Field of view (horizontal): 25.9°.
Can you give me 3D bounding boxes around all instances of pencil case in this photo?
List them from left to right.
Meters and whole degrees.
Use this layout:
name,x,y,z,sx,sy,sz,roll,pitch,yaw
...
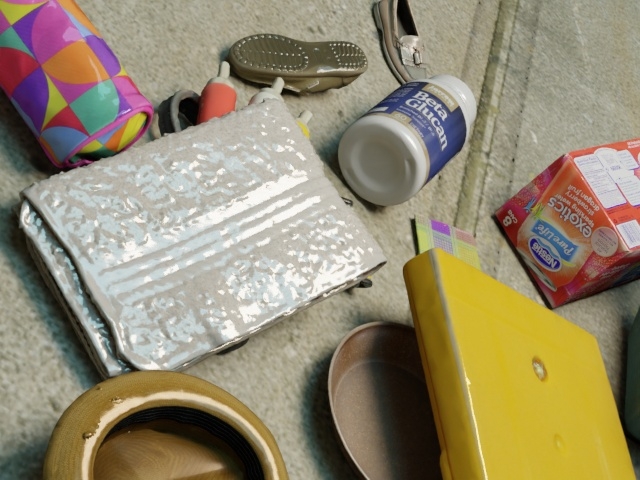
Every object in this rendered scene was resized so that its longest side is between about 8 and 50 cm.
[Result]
name,x,y,z,sx,sy,sz,roll,pitch,yaw
pencil case,-0.241,-0.167,1.166,0.236,0.104,0.104,52,39,8

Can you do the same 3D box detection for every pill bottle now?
name,x,y,z,sx,sy,sz,roll,pitch,yaw
pill bottle,0.095,-0.109,1.419,0.094,0.094,0.169,48,39,0

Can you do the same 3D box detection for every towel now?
name,x,y,z,sx,sy,sz,roll,pitch,yaw
towel,-0.095,-0.005,1.146,0.282,0.049,0.187,-26,78,-33
towel,0.130,0.009,1.420,0.083,0.009,0.060,19,48,-29

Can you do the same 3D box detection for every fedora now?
name,x,y,z,sx,sy,sz,roll,pitch,yaw
fedora,-0.115,0.186,0.998,0.194,0.079,0.194,18,50,-23

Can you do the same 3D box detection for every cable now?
name,x,y,z,sx,sy,sz,roll,pitch,yaw
cable,-0.086,-0.044,1.219,0.139,0.072,0.287,27,44,-19

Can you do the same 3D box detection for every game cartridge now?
name,x,y,z,sx,sy,sz,roll,pitch,yaw
game cartridge,0.196,0.193,1.253,0.285,0.052,0.324,28,44,-43

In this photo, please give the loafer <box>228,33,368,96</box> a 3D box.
name,x,y,z,sx,sy,sz,roll,pitch,yaw
loafer,-0.024,-0.171,1.401,0.148,0.050,0.056,2,52,-22

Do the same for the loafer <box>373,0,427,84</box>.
name,x,y,z,sx,sy,sz,roll,pitch,yaw
loafer,0.094,-0.226,1.557,0.045,0.039,0.125,6,54,-40

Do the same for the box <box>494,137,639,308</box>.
name,x,y,z,sx,sy,sz,roll,pitch,yaw
box,0.331,-0.028,1.541,0.257,0.122,0.128,-13,68,-47

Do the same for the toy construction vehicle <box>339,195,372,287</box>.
name,x,y,z,sx,sy,sz,roll,pitch,yaw
toy construction vehicle,0.000,0.000,1.297,0.098,0.035,0.086,15,60,-30

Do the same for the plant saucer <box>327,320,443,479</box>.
name,x,y,z,sx,sy,sz,roll,pitch,yaw
plant saucer,0.079,0.165,1.223,0.198,0.036,0.198,23,45,-26

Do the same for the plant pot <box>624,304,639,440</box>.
name,x,y,z,sx,sy,sz,roll,pitch,yaw
plant pot,0.449,0.121,1.424,0.248,0.252,0.247,34,42,-16
